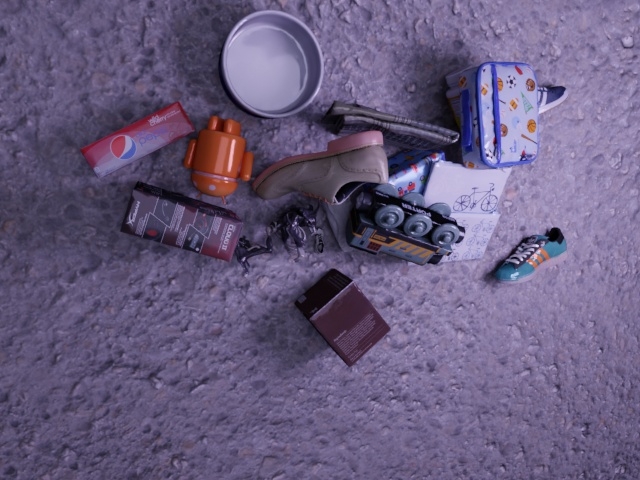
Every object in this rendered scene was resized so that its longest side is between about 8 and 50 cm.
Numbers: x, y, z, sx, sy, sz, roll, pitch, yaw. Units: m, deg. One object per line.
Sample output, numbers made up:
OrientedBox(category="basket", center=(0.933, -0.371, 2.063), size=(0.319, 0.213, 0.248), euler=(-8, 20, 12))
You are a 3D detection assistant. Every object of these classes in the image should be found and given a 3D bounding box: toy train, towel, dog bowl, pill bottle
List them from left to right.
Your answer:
OrientedBox(category="dog bowl", center=(-0.132, -0.454, 1.323), size=(0.265, 0.104, 0.264), euler=(-3, 101, -18))
OrientedBox(category="towel", center=(0.163, -0.286, 1.317), size=(0.325, 0.312, 0.056), euler=(13, 97, -5))
OrientedBox(category="toy train", center=(0.230, -0.032, 1.396), size=(0.334, 0.142, 0.190), euler=(17, 129, -19))
OrientedBox(category="pill bottle", center=(0.453, -0.410, 1.515), size=(0.117, 0.117, 0.214), euler=(-31, 108, -11))

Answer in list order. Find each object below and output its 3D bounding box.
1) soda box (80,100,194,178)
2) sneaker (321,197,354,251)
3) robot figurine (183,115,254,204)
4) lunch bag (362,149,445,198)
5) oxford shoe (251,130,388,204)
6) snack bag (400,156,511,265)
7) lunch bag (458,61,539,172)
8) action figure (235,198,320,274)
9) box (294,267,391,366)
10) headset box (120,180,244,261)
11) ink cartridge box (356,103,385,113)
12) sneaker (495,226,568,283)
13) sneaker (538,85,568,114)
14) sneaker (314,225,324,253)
OrientedBox(category="soda box", center=(-0.453, -0.252, 1.262), size=(0.263, 0.092, 0.083), euler=(-30, 107, -11))
OrientedBox(category="sneaker", center=(0.058, -0.069, 1.473), size=(0.090, 0.095, 0.235), euler=(-29, 127, -16))
OrientedBox(category="robot figurine", center=(-0.264, -0.208, 1.312), size=(0.158, 0.128, 0.219), euler=(9, 97, -26))
OrientedBox(category="lunch bag", center=(0.275, -0.107, 1.526), size=(0.221, 0.138, 0.293), euler=(-28, 120, -13))
OrientedBox(category="oxford shoe", center=(-0.012, -0.153, 1.293), size=(0.141, 0.397, 0.146), euler=(-13, 88, -55))
OrientedBox(category="snack bag", center=(0.424, -0.081, 1.532), size=(0.323, 0.037, 0.342), euler=(-2, 120, -27))
OrientedBox(category="lunch bag", center=(0.497, -0.340, 1.412), size=(0.243, 0.115, 0.303), euler=(-8, 95, -28))
OrientedBox(category="action figure", center=(-0.097, -0.008, 1.395), size=(0.276, 0.164, 0.140), euler=(-30, 98, -1))
OrientedBox(category="box", center=(0.063, 0.223, 1.478), size=(0.167, 0.168, 0.203), euler=(-40, 110, -7))
OrientedBox(category="headset box", center=(-0.334, -0.047, 1.272), size=(0.294, 0.218, 0.110), euler=(17, 96, -21))
OrientedBox(category="ink cartridge box", center=(0.140, -0.360, 1.427), size=(0.063, 0.115, 0.029), euler=(12, 108, -19))
OrientedBox(category="sneaker", center=(0.700, 0.047, 1.693), size=(0.302, 0.108, 0.120), euler=(-23, 106, -21))
OrientedBox(category="sneaker", center=(0.644, -0.466, 1.578), size=(0.282, 0.099, 0.153), euler=(-26, 109, -9))
OrientedBox(category="sneaker", center=(0.000, 0.000, 1.487), size=(0.032, 0.037, 0.083), euler=(-7, 101, -15))
